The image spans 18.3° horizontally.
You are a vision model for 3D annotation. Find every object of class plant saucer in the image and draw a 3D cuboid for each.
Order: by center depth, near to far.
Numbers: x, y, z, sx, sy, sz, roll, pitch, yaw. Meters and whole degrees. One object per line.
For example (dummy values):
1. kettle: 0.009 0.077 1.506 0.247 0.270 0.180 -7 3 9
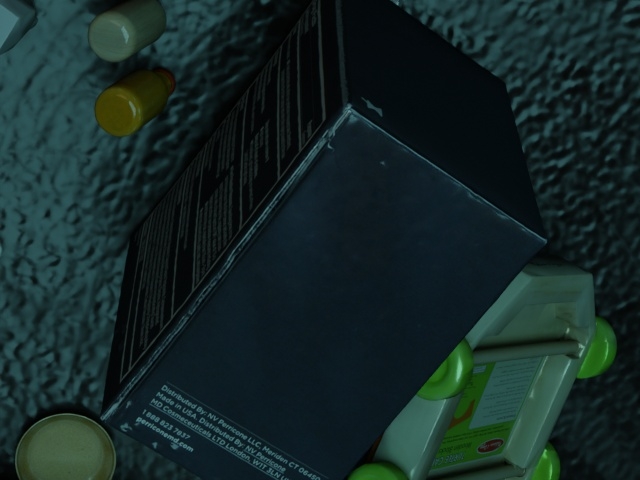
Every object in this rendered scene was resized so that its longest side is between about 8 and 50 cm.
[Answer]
1. plant saucer: -0.213 0.181 1.664 0.083 0.015 0.083 -2 106 -7

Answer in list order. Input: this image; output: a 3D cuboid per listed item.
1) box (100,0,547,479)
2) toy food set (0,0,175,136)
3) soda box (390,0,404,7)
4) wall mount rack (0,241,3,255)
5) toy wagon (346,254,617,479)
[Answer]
1. box: 0.000 0.000 1.468 0.182 0.296 0.294 32 112 -15
2. toy food set: -0.201 -0.191 1.536 0.232 0.104 0.111 36 112 2
3. soda box: 0.077 -0.266 1.555 0.053 0.060 0.169 30 99 -17
4. wall mount rack: -0.390 -0.101 1.479 0.304 0.130 0.350 -3 113 0
5. toy wagon: 0.113 0.175 1.602 0.068 0.267 0.344 31 107 30
